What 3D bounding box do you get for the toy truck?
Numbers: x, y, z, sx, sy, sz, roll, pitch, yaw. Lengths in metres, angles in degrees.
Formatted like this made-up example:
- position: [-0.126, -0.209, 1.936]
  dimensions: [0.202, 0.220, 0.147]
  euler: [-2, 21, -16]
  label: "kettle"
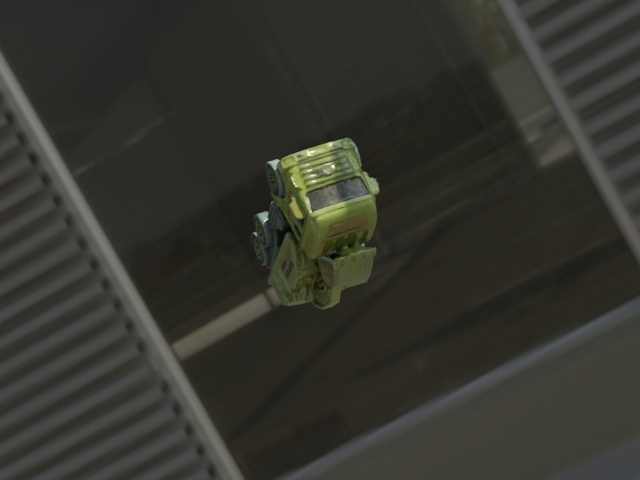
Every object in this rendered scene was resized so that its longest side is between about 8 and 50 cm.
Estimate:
- position: [0.000, 0.000, 1.348]
  dimensions: [0.085, 0.116, 0.191]
  euler: [-18, -25, -19]
  label: "toy truck"
